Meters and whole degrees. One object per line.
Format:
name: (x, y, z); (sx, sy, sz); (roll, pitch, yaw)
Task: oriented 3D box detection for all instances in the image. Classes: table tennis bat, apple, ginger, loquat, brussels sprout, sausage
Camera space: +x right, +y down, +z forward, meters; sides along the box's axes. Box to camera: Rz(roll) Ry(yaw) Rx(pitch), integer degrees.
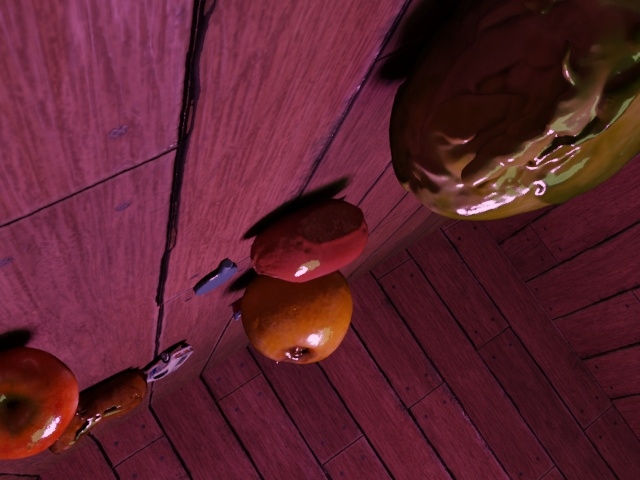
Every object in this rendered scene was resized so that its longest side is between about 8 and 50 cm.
table tennis bat: (-0.207, 0.074, 1.281); (0.100, 0.019, 0.155); (-28, 171, -29)
apple: (-0.430, 0.229, 0.896); (0.163, 0.163, 0.139); (-31, -176, -19)
ginger: (-0.556, 0.421, 1.616); (0.309, 0.107, 0.133); (-31, 157, -41)
loquat: (-0.050, 0.158, 1.531); (0.275, 0.274, 0.275); (-33, 171, -6)
brussels sprout: (0.259, -0.189, 0.784); (0.315, 0.275, 0.371); (-13, 154, -31)
sausage: (-0.009, 0.000, 1.198); (0.254, 0.148, 0.148); (-24, 167, -43)

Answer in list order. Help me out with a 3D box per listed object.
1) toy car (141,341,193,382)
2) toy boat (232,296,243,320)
toy car: (-0.446, 0.359, 1.818); (0.205, 0.056, 0.095); (-39, 171, 28)
toy boat: (-0.178, 0.174, 1.766); (0.173, 0.058, 0.069); (-26, 168, -41)
